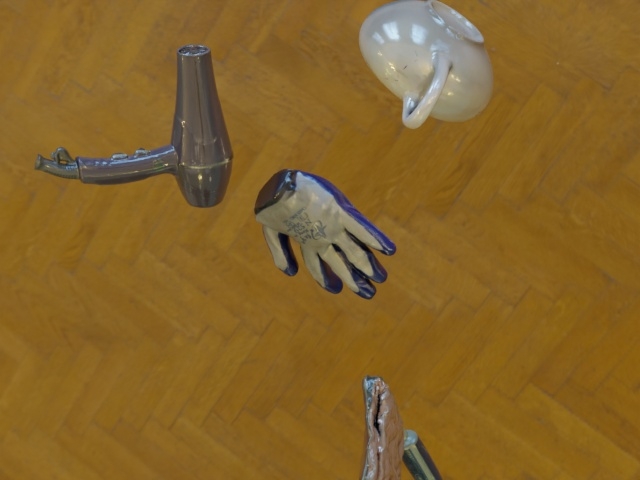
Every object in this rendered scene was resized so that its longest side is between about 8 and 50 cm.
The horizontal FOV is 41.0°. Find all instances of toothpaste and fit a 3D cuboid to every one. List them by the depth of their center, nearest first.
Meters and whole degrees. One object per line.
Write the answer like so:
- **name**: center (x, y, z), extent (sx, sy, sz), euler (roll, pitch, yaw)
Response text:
- **toothpaste**: center (0.143, 0.317, 1.163), extent (0.035, 0.057, 0.197), euler (-39, 118, -15)

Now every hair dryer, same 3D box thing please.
- **hair dryer**: center (-0.332, -0.179, 1.540), extent (0.361, 0.121, 0.301), euler (-15, 122, -23)

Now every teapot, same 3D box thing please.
- **teapot**: center (0.104, -0.172, 0.826), extent (0.145, 0.226, 0.092), euler (30, 119, -8)

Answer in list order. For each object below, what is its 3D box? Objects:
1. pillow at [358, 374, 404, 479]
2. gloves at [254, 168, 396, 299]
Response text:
- **pillow**: center (0.051, 0.245, 0.784), extent (0.043, 0.126, 0.232), euler (0, 58, 12)
- **gloves**: center (0.000, 0.000, 0.467), extent (0.086, 0.026, 0.064), euler (39, 132, -15)
